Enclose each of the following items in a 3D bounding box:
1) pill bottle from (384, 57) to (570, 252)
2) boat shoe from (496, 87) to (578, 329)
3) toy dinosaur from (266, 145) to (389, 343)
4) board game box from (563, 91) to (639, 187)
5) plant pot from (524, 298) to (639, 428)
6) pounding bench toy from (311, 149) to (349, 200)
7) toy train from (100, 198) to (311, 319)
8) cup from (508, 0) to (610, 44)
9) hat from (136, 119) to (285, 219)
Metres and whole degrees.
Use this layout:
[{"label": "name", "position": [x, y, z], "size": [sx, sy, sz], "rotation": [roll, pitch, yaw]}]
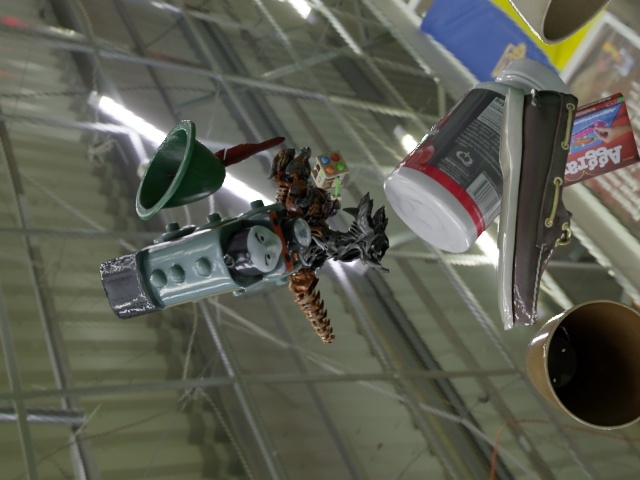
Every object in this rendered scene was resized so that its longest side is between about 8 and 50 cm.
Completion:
[{"label": "pill bottle", "position": [0.268, -0.147, 1.313], "size": [0.176, 0.176, 0.318], "rotation": [39, -106, 16]}, {"label": "boat shoe", "position": [0.287, -0.041, 1.063], "size": [0.096, 0.324, 0.116], "rotation": [3, 175, 6]}, {"label": "toy dinosaur", "position": [0.000, 0.000, 1.359], "size": [0.218, 0.322, 0.164], "rotation": [-9, -167, 14]}, {"label": "board game box", "position": [0.465, -0.171, 1.562], "size": [0.027, 0.281, 0.145], "rotation": [-82, -31, -61]}, {"label": "plant pot", "position": [0.507, 0.244, 1.591], "size": [0.237, 0.237, 0.254], "rotation": [27, 169, -4]}, {"label": "pounding bench toy", "position": [0.025, -0.126, 1.582], "size": [0.052, 0.065, 0.083], "rotation": [-18, -110, -22]}, {"label": "toy train", "position": [-0.179, 0.035, 1.241], "size": [0.190, 0.334, 0.142], "rotation": [-28, -77, -59]}, {"label": "cup", "position": [0.401, -0.539, 1.349], "size": [0.237, 0.331, 0.331], "rotation": [45, -145, 19]}, {"label": "hat", "position": [-0.179, -0.093, 1.341], "size": [0.183, 0.208, 0.173], "rotation": [26, -151, -31]}]
